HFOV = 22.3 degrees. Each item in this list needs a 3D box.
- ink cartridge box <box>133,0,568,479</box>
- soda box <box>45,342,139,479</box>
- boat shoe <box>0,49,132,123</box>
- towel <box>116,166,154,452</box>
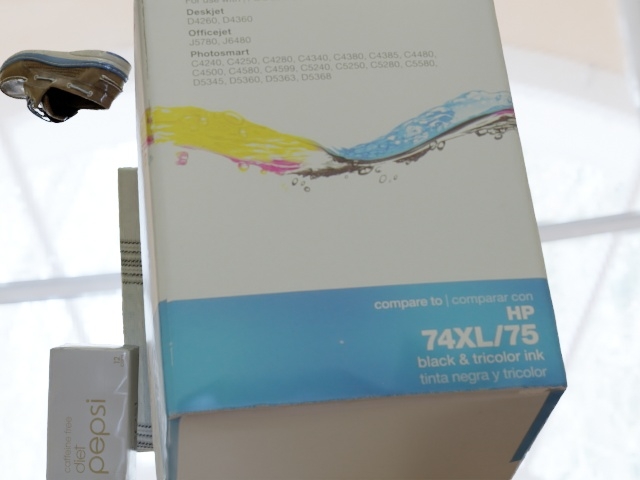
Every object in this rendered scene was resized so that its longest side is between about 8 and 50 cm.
[{"bbox_3d":[0.000,0.000,0.900,0.197,0.270,0.198,-3,-26,-8],"label":"ink cartridge box"},{"bbox_3d":[-0.202,0.200,1.433,0.074,0.216,0.069,1,0,2],"label":"soda box"},{"bbox_3d":[-0.287,-0.165,1.746,0.183,0.066,0.066,-2,-27,40],"label":"boat shoe"},{"bbox_3d":[-0.049,0.035,1.453,0.312,0.324,0.056,-2,-5,31],"label":"towel"}]
